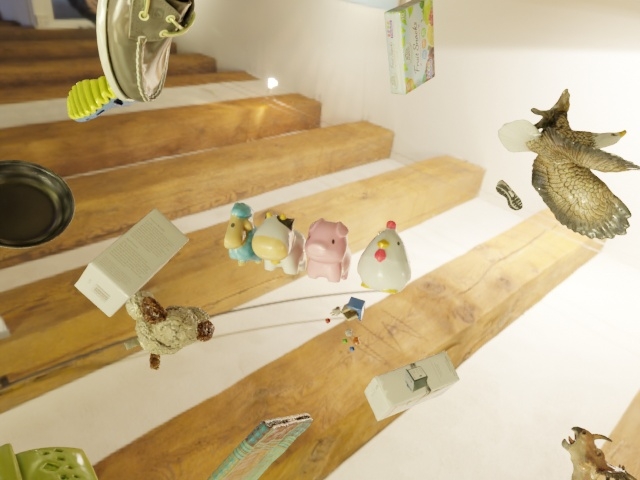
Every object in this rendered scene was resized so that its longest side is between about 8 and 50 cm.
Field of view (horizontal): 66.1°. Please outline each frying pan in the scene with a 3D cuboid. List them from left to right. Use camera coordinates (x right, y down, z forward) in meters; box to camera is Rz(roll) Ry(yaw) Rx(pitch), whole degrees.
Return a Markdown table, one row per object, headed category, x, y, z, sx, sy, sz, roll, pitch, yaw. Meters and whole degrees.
| category | x | y | z | sx | sy | sz | roll | pitch | yaw |
| --- | --- | --- | --- | --- | --- | --- | --- | --- | --- |
| frying pan | -0.643 | -0.086 | 0.928 | 0.325 | 0.053 | 0.197 | 17 | -125 | -22 |

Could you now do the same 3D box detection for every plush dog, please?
| category | x | y | z | sx | sy | sz | roll | pitch | yaw |
| --- | --- | --- | --- | --- | --- | --- | --- | --- | --- |
| plush dog | -0.441 | 0.259 | 1.440 | 0.262 | 0.225 | 0.211 | 23 | -121 | -26 |

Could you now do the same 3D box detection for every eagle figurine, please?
| category | x | y | z | sx | sy | sz | roll | pitch | yaw |
| --- | --- | --- | --- | --- | --- | --- | --- | --- | --- |
| eagle figurine | 0.545 | -0.173 | 1.040 | 0.226 | 0.225 | 0.299 | 19 | -131 | -34 |

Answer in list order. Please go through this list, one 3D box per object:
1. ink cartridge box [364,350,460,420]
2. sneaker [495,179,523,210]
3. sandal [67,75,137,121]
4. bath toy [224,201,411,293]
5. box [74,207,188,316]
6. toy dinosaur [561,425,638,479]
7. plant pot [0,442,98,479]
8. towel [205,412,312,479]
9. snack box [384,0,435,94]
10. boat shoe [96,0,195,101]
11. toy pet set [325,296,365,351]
| category | x | y | z | sx | sy | sz | roll | pitch | yaw |
| --- | --- | --- | --- | --- | --- | --- | --- | --- | --- |
| ink cartridge box | 0.218 | 0.352 | 1.191 | 0.190 | 0.140 | 0.082 | -17 | -118 | -17 |
| sneaker | 0.548 | -0.133 | 1.420 | 0.109 | 0.040 | 0.044 | 47 | -143 | -15 |
| sandal | -0.638 | -0.444 | 1.513 | 0.317 | 0.126 | 0.138 | -18 | 166 | 18 |
| bath toy | -0.001 | 0.009 | 0.914 | 0.347 | 0.129 | 0.151 | 9 | -175 | 17 |
| box | -0.357 | 0.041 | 0.936 | 0.091 | 0.130 | 0.170 | 45 | -133 | -10 |
| toy dinosaur | 0.557 | 0.533 | 0.960 | 0.200 | 0.296 | 0.127 | -39 | -162 | -7 |
| plant pot | -0.635 | 0.584 | 1.053 | 0.207 | 0.227 | 0.228 | 35 | 167 | -38 |
| towel | -0.188 | 0.523 | 1.071 | 0.040 | 0.370 | 0.271 | 45 | -178 | 23 |
| snack box | 0.162 | -0.347 | 0.880 | 0.037 | 0.141 | 0.100 | 23 | -132 | 40 |
| boat shoe | -0.199 | -0.299 | 0.587 | 0.091 | 0.305 | 0.109 | 18 | -143 | 0 |
| toy pet set | 0.089 | 0.218 | 1.349 | 0.122 | 0.065 | 0.114 | 50 | -143 | -13 |
